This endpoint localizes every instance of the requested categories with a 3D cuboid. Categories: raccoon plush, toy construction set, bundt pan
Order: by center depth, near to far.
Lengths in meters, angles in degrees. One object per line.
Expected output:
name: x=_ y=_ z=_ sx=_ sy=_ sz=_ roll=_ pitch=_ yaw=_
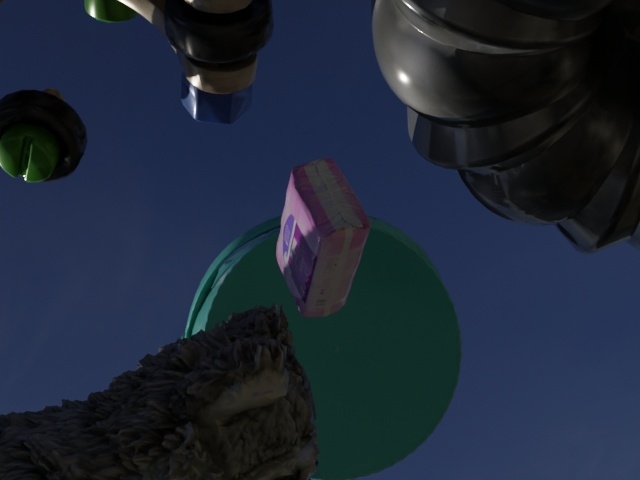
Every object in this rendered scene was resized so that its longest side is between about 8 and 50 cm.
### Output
bundt pan: x=0.173 y=-0.110 z=0.532 sx=0.331 sy=0.124 sz=0.331 roll=6 pitch=-42 yaw=6
toy construction set: x=-0.151 y=-0.220 z=0.641 sx=0.257 sy=0.237 sz=0.309 roll=-8 pitch=-48 yaw=19
raccoon plush: x=-0.211 y=0.132 z=0.714 sx=0.446 sy=0.216 sz=0.299 roll=22 pitch=-79 yaw=-22

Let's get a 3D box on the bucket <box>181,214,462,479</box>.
bucket: x=0.004 y=0.103 z=1.110 sx=0.281 sy=0.281 sz=0.183 roll=-39 pitch=0 yaw=-8

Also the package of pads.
package of pads: x=0.000 y=0.000 z=0.614 sx=0.032 sy=0.050 sz=0.083 roll=-13 pitch=-32 yaw=-19
